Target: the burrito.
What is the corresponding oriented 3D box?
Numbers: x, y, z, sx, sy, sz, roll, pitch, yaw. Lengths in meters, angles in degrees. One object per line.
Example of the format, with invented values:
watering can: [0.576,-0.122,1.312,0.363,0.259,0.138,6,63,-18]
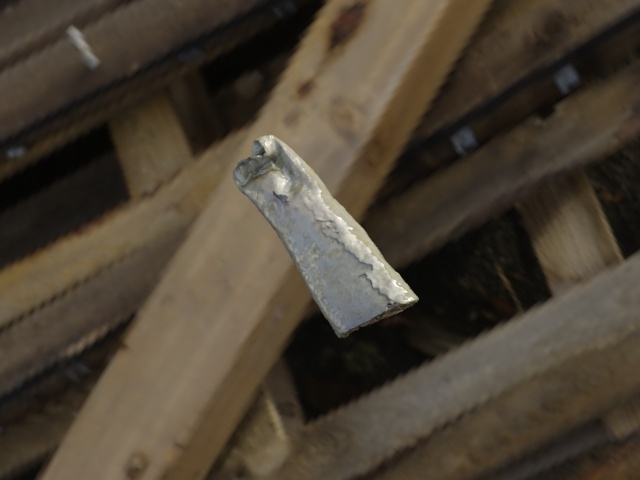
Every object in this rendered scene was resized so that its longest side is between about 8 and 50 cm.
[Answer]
burrito: [0.000,0.000,1.524,0.226,0.060,0.087,53,127,27]
